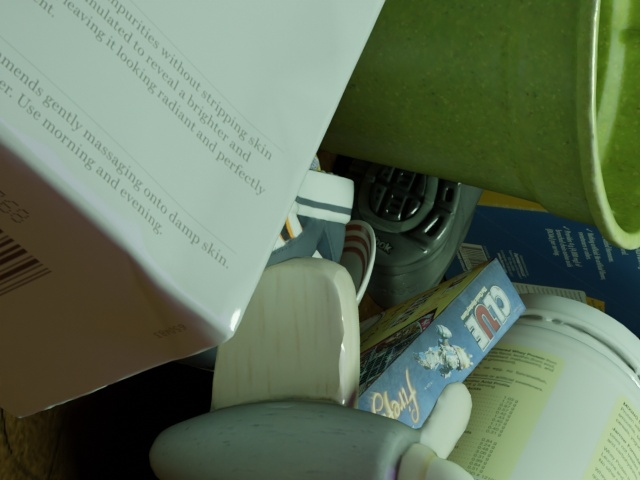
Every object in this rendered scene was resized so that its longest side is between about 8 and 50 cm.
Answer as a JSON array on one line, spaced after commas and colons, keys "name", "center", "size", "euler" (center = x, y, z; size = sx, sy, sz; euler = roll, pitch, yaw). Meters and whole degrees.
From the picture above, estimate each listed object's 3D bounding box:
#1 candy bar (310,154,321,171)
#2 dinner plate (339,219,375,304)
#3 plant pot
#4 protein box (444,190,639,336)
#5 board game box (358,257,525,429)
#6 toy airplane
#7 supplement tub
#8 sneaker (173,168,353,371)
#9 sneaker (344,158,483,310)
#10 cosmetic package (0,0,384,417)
[{"name": "candy bar", "center": [0.000, 0.000, 1.298], "size": [0.040, 0.018, 0.161], "euler": [-59, 146, -44]}, {"name": "dinner plate", "center": [-0.009, 0.048, 1.159], "size": [0.017, 0.141, 0.141], "euler": [39, 53, -21]}, {"name": "plant pot", "center": [0.094, -0.144, 1.180], "size": [0.276, 0.253, 0.276], "euler": [6, 90, -66]}, {"name": "protein box", "center": [0.209, -0.029, 1.541], "size": [0.200, 0.201, 0.136], "euler": [62, 41, -53]}, {"name": "board game box", "center": [0.013, 0.099, 1.111], "size": [0.042, 0.165, 0.243], "euler": [59, 32, -5]}, {"name": "toy airplane", "center": [-0.013, 0.257, 0.895], "size": [0.386, 0.384, 0.272], "euler": [47, 10, -7]}, {"name": "supplement tub", "center": [0.134, 0.211, 1.390], "size": [0.325, 0.235, 0.235], "euler": [-54, 143, -49]}, {"name": "sneaker", "center": [-0.072, 0.008, 0.998], "size": [0.321, 0.126, 0.128], "euler": [12, 88, -64]}, {"name": "sneaker", "center": [0.087, -0.069, 1.405], "size": [0.130, 0.109, 0.286], "euler": [83, 30, -53]}, {"name": "cosmetic package", "center": [-0.087, -0.148, 0.790], "size": [0.217, 0.156, 0.385], "euler": [44, 49, -24]}]
